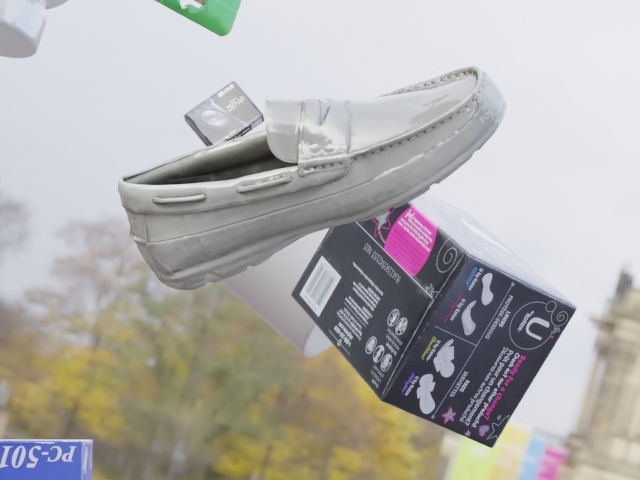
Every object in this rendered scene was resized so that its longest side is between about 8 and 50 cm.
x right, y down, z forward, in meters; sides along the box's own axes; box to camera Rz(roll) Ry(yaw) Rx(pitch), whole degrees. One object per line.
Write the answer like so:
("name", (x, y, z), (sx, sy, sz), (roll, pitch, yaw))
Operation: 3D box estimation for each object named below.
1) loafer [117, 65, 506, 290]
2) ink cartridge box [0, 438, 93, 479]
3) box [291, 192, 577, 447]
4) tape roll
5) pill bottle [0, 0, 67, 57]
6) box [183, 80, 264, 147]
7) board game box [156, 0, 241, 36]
("loafer", (-0.009, -0.067, 1.492), (0.112, 0.319, 0.111), (-100, 164, -65))
("ink cartridge box", (-0.341, 0.254, 1.944), (0.207, 0.097, 0.046), (-1, -5, 9))
("box", (0.102, 0.060, 1.778), (0.142, 0.163, 0.247), (25, 10, -28))
("tape roll", (0.000, 0.000, 2.312), (0.169, 0.246, 0.246), (40, -4, 13))
("pill bottle", (-0.327, -0.362, 2.070), (0.169, 0.301, 0.169), (14, -15, 4))
("box", (-0.126, -0.160, 2.442), (0.067, 0.083, 0.018), (51, -12, 19))
("board game box", (-0.088, -0.312, 1.574), (0.039, 0.259, 0.124), (6, -12, 42))
